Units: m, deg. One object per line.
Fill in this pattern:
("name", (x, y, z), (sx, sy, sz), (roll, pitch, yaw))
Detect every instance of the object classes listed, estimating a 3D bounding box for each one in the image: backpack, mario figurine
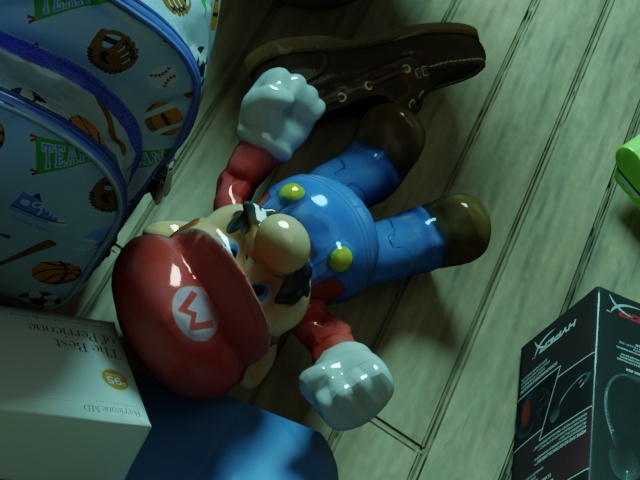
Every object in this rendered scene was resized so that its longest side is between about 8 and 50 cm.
("backpack", (-0.190, -0.105, 1.036), (0.276, 0.263, 0.213), (19, 44, -21))
("mario figurine", (0.000, 0.000, 1.148), (0.198, 0.170, 0.320), (23, 33, 29))

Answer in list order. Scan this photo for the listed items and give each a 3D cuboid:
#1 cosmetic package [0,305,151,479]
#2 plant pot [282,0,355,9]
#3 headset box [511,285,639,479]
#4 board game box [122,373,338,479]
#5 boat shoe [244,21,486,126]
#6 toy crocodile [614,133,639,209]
("cosmetic package", (-0.225, 0.081, 1.009), (0.239, 0.060, 0.099), (10, 36, -31))
("plant pot", (0.030, -0.295, 1.320), (0.263, 0.229, 0.263), (15, 54, -22))
("headset box", (0.246, 0.209, 1.207), (0.218, 0.110, 0.293), (22, 52, -17))
("board game box", (-0.075, 0.151, 1.096), (0.168, 0.033, 0.133), (21, 36, 8))
("boat shoe", (0.041, -0.117, 1.322), (0.207, 0.073, 0.073), (-12, 69, -28))
("toy crocodile", (0.360, 0.045, 1.383), (0.115, 0.105, 0.340), (-26, 76, -39))
